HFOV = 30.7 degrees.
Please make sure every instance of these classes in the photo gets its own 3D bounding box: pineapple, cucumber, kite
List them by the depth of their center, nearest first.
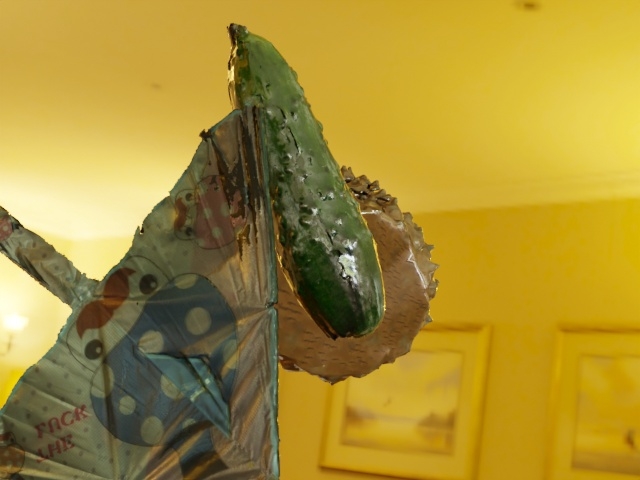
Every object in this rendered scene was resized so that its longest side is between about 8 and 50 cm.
[{"bbox_3d":[-0.131,0.048,0.743,0.314,0.335,0.011,39,4,23],"label":"kite"},{"bbox_3d":[-0.014,-0.041,0.776,0.069,0.227,0.069,-21,-4,-2],"label":"cucumber"},{"bbox_3d":[-0.002,0.001,1.300,0.222,0.223,0.357,10,18,-12],"label":"pineapple"}]
